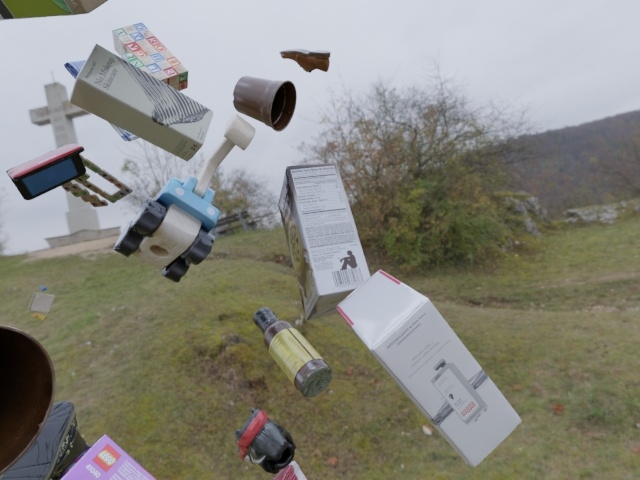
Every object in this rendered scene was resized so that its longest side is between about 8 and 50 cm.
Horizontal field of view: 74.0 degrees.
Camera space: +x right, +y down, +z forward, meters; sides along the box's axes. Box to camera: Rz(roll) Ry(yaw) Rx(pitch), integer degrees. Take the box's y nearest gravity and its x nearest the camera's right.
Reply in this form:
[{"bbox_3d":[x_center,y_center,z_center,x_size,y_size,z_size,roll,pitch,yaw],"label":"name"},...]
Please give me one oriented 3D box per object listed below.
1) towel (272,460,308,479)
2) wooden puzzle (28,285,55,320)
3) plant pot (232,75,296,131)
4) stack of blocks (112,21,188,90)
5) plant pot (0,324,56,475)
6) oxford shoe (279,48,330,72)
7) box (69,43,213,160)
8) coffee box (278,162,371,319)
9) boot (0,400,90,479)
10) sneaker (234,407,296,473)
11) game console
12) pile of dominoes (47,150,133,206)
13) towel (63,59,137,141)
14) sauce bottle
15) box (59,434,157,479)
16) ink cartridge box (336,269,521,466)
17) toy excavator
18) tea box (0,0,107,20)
[{"bbox_3d":[-0.056,0.673,0.976,0.037,0.237,0.329,-47,-16,12],"label":"towel"},{"bbox_3d":[-1.019,0.229,1.556,0.078,0.116,0.014,19,-20,-10],"label":"wooden puzzle"},{"bbox_3d":[-0.191,-0.470,1.421,0.165,0.167,0.167,23,11,18],"label":"plant pot"},{"bbox_3d":[-0.669,-0.686,1.627,0.171,0.297,0.087,-36,-12,-32],"label":"stack of blocks"},{"bbox_3d":[-0.547,0.215,0.594,0.230,0.215,0.215,1,5,27],"label":"plant pot"},{"bbox_3d":[-0.060,-0.624,1.475,0.212,0.076,0.076,24,41,31],"label":"oxford shoe"},{"bbox_3d":[-0.392,-0.300,0.955,0.275,0.113,0.094,25,-31,-31],"label":"box"},{"bbox_3d":[0.000,0.000,0.928,0.118,0.297,0.168,-8,-25,-16],"label":"coffee box"},{"bbox_3d":[-0.562,0.487,0.888,0.085,0.179,0.236,1,36,-1],"label":"boot"},{"bbox_3d":[-0.129,0.501,1.024,0.098,0.135,0.276,-49,-18,-32],"label":"sneaker"},{"bbox_3d":[-0.572,-0.142,0.913,0.144,0.085,0.124,-38,38,-29],"label":"game console"},{"bbox_3d":[-0.772,-0.184,1.372,0.196,0.040,0.251,-23,-44,30],"label":"pile of dominoes"},{"bbox_3d":[-0.641,-0.454,1.356,0.034,0.285,0.209,-31,13,28],"label":"towel"},{"bbox_3d":[-0.096,0.312,1.256,0.111,0.111,0.344,-11,29,-29],"label":"sauce bottle"},{"bbox_3d":[-0.181,0.357,0.508,0.057,0.293,0.201,-49,4,-40],"label":"box"},{"bbox_3d":[0.175,0.208,0.734,0.117,0.283,0.207,-41,15,-5],"label":"ink cartridge box"},{"bbox_3d":[-0.404,-0.153,1.346,0.222,0.445,0.433,34,-45,-27],"label":"toy excavator"},{"bbox_3d":[-0.494,-0.596,0.797,0.323,0.329,0.220,10,-37,23],"label":"tea box"}]
